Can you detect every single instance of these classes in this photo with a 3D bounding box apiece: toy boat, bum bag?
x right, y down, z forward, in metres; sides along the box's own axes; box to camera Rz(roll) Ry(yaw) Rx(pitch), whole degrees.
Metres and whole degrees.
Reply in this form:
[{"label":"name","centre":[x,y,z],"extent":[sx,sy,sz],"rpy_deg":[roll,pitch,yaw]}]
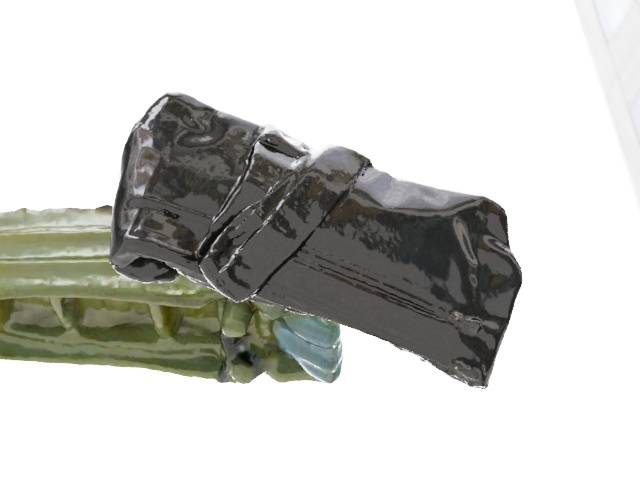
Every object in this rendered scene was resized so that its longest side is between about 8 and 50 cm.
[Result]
[{"label":"toy boat","centre":[-0.120,0.036,1.041],"extent":[0.276,0.084,0.111],"rpy_deg":[4,-31,6]},{"label":"bum bag","centre":[0.000,0.000,0.923],"extent":[0.248,0.123,0.060],"rpy_deg":[23,-30,-18]}]
